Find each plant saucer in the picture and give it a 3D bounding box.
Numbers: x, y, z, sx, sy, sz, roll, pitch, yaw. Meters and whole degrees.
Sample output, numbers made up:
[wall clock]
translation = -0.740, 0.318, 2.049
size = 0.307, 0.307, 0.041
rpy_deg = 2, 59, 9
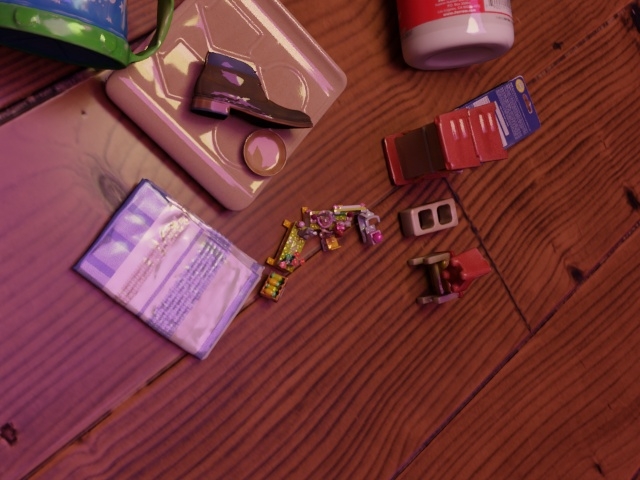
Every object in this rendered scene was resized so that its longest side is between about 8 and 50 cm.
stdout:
[plant saucer]
translation = -0.100, -0.156, 1.272
size = 0.083, 0.015, 0.084
rpy_deg = 0, 90, -27

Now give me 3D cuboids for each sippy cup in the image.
[sippy cup]
translation = -0.387, -0.396, 1.067
size = 0.305, 0.240, 0.224
rpy_deg = 4, 97, -69

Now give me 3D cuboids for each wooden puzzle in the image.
[wooden puzzle]
translation = -0.163, -0.278, 1.295
size = 0.322, 0.080, 0.348
rpy_deg = 44, 73, -19

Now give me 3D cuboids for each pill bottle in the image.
[pill bottle]
translation = 0.260, -0.575, 1.453
size = 0.229, 0.229, 0.408
rpy_deg = -6, 89, -29

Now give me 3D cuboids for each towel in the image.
[towel]
translation = -0.255, 0.052, 1.243
size = 0.285, 0.034, 0.209
rpy_deg = 40, 69, -20

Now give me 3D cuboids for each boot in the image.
[boot]
translation = -0.109, -0.255, 1.231
size = 0.219, 0.082, 0.106
rpy_deg = 7, 89, -24

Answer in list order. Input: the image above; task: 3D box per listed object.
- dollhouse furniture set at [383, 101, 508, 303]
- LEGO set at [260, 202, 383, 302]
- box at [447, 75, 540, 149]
[dollhouse furniture set]
translation = 0.274, -0.067, 1.443
size = 0.152, 0.201, 0.374
rpy_deg = -14, 93, -28
[LEGO set]
translation = 0.000, 0.000, 1.339
size = 0.287, 0.107, 0.132
rpy_deg = -31, 100, -28
[box]
translation = 0.398, -0.273, 1.617
size = 0.225, 0.036, 0.136
rpy_deg = -30, 101, -25
